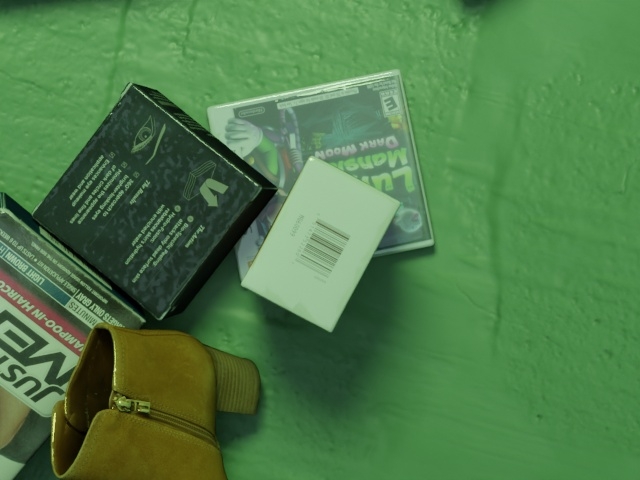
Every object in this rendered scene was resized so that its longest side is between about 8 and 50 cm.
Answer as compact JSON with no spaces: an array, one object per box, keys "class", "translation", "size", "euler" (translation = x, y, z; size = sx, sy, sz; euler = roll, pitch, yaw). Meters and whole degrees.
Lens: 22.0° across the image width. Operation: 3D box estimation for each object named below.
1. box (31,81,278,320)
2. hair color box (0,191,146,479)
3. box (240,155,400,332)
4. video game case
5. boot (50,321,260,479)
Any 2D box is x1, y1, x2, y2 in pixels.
[{"class":"box","translation":[-0.151,-0.036,1.529],"size":[0.158,0.093,0.156],"euler":[39,97,6]},{"class":"hair color box","translation":[-0.338,0.145,1.521],"size":[0.174,0.105,0.347],"euler":[40,91,-15]},{"class":"box","translation":[0.000,0.000,1.481],"size":[0.091,0.170,0.130],"euler":[28,91,-1]},{"class":"video game case","translation":[0.000,-0.061,1.576],"size":[0.190,0.022,0.173],"euler":[-11,92,0]},{"class":"boot","translation":[-0.157,0.227,1.488],"size":[0.104,0.211,0.295],"euler":[0,81,42]}]
